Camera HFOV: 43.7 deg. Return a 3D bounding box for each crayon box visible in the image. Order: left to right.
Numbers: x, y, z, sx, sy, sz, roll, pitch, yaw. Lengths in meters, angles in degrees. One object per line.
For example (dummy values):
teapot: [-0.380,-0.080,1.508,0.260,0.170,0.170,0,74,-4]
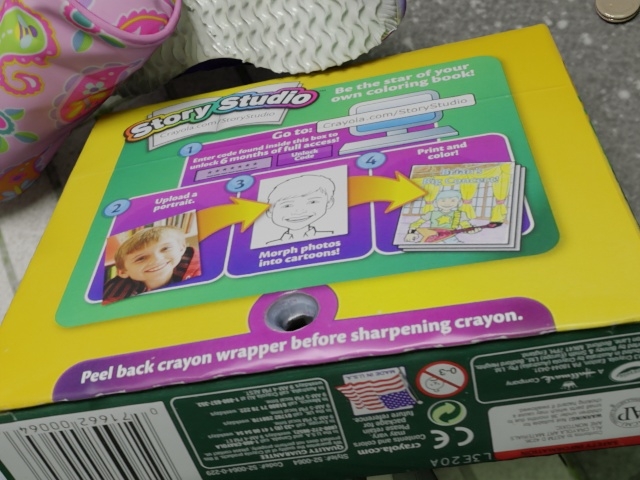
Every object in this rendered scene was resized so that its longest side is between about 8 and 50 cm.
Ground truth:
crayon box: [0.000,0.000,0.532,0.362,0.106,0.313,-9,37,9]

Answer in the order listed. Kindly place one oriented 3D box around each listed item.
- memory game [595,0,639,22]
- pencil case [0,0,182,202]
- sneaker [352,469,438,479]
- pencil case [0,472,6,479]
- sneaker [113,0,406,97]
memory game: [0.296,-0.258,0.688,0.186,0.012,0.186,-5,68,12]
pencil case: [-0.224,-0.136,0.627,0.284,0.124,0.124,-33,58,41]
sneaker: [0.146,0.219,0.464,0.178,0.124,0.296,-28,73,6]
pencil case: [-0.102,0.174,0.549,0.273,0.113,0.124,22,70,20]
sneaker: [-0.056,-0.201,0.670,0.293,0.102,0.146,-1,27,28]
